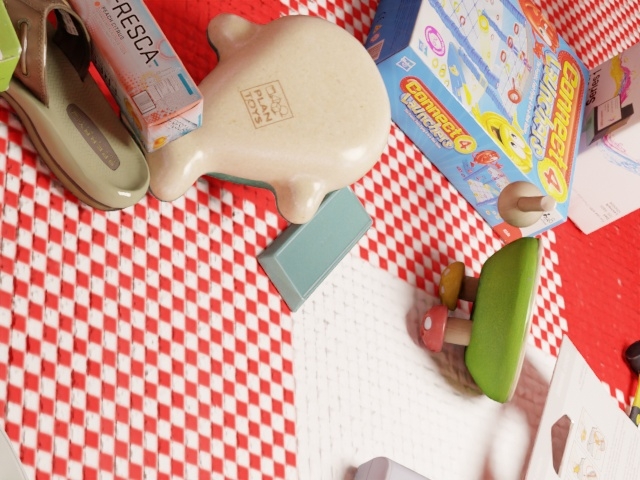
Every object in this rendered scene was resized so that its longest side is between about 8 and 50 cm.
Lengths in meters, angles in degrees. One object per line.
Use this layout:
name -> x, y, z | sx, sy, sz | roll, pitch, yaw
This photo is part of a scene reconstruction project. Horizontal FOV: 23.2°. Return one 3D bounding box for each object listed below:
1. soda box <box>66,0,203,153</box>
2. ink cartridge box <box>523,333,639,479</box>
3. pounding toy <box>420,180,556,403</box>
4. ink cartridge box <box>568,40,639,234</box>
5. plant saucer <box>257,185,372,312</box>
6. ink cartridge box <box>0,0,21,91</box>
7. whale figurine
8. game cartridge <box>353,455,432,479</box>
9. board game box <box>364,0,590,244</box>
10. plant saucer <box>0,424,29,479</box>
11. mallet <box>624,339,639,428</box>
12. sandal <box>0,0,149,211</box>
soda box -> -0.172, -0.171, 1.378 | 0.058, 0.063, 0.183 | -28, 75, -15
ink cartridge box -> 0.293, 0.293, 1.723 | 0.261, 0.066, 0.296 | 50, 37, -18
pounding toy -> 0.172, 0.050, 1.676 | 0.183, 0.110, 0.236 | -54, 155, -83
ink cartridge box -> 0.425, -0.159, 2.002 | 0.117, 0.278, 0.201 | 43, 39, -21
plant saucer -> 0.000, 0.000, 1.578 | 0.067, 0.018, 0.192 | 56, 36, -10
ink cartridge box -> -0.377, -0.173, 1.151 | 0.255, 0.097, 0.188 | -20, 84, -21
whale figurine -> -0.068, -0.109, 1.492 | 0.272, 0.141, 0.216 | -21, 84, -31
game cartridge -> 0.095, 0.356, 1.443 | 0.196, 0.060, 0.294 | 28, 48, -35
board game box -> 0.195, -0.203, 1.899 | 0.302, 0.086, 0.308 | 45, 39, -25
plant saucer -> -0.306, 0.199, 0.985 | 0.400, 0.100, 0.400 | 30, 48, -39
mallet -> 0.401, 0.212, 1.948 | 0.062, 0.039, 0.189 | 45, 44, -28
sandal -> -0.233, -0.161, 1.320 | 0.303, 0.086, 0.120 | 50, 37, -18
